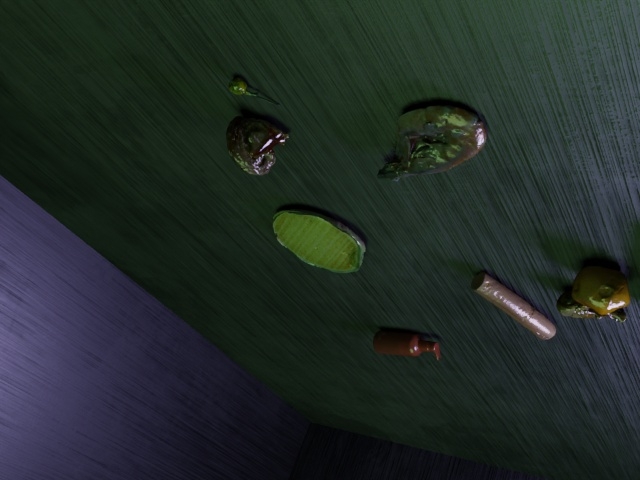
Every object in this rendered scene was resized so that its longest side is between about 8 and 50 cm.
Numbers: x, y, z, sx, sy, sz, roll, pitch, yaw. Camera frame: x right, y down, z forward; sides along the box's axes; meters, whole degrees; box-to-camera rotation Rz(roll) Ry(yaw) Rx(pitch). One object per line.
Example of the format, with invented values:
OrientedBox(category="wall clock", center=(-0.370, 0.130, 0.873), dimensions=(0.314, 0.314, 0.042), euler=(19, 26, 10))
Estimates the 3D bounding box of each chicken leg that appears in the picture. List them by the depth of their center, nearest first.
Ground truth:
OrientedBox(category="chicken leg", center=(0.685, 0.172, 1.762), dimensions=(0.178, 0.070, 0.093), euler=(16, 172, -3))

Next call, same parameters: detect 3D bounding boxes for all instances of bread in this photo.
OrientedBox(category="bread", center=(-0.005, -0.001, 2.028), dimensions=(0.301, 0.045, 0.301), euler=(19, 152, 11))

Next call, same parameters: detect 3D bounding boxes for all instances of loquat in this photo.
OrientedBox(category="loquat", center=(0.654, 0.118, 1.636), dimensions=(0.137, 0.113, 0.137), euler=(8, 172, 1))

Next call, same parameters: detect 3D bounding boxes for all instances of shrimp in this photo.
OrientedBox(category="shrimp", center=(0.205, -0.199, 1.464), dimensions=(0.164, 0.062, 0.316), euler=(39, 146, -21))

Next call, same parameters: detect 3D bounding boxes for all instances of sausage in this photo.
OrientedBox(category="sausage", center=(0.534, 0.185, 1.915), dimensions=(0.301, 0.066, 0.065), euler=(32, 153, -21))

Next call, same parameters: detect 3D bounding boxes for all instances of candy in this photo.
OrientedBox(category="candy", center=(-0.146, -0.324, 1.551), dimensions=(0.122, 0.035, 0.035), euler=(23, 138, -15))

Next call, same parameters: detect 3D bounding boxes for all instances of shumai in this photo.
OrientedBox(category="shumai", center=(-0.156, -0.232, 1.636), dimensions=(0.139, 0.123, 0.105), euler=(40, 142, -3))

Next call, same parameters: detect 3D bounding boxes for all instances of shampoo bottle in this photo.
OrientedBox(category="shampoo bottle", center=(0.298, 0.361, 2.420), dimensions=(0.244, 0.086, 0.085), euler=(2, 147, 40))
